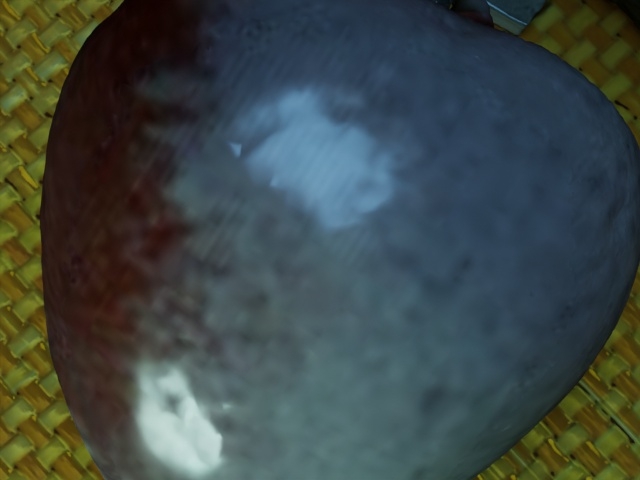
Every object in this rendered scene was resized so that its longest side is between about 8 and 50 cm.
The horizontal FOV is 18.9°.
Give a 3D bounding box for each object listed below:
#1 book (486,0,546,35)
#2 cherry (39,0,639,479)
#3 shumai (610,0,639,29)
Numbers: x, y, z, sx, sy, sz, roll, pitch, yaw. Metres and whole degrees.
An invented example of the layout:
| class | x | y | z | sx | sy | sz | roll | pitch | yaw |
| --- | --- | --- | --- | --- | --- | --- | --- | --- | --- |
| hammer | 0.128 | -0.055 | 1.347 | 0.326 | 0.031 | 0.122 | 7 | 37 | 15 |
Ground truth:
| class | x | y | z | sx | sy | sz | roll | pitch | yaw |
| --- | --- | --- | --- | --- | --- | --- | --- | --- | --- |
| book | 0.124 | -0.243 | 1.225 | 0.138 | 0.016 | 0.198 | 33 | 79 | 10 |
| cherry | 0.013 | 0.003 | 1.042 | 0.326 | 0.291 | 0.335 | -1 | 94 | -8 |
| shumai | 0.262 | -0.264 | 1.066 | 0.288 | 0.330 | 0.292 | -44 | 76 | -4 |
